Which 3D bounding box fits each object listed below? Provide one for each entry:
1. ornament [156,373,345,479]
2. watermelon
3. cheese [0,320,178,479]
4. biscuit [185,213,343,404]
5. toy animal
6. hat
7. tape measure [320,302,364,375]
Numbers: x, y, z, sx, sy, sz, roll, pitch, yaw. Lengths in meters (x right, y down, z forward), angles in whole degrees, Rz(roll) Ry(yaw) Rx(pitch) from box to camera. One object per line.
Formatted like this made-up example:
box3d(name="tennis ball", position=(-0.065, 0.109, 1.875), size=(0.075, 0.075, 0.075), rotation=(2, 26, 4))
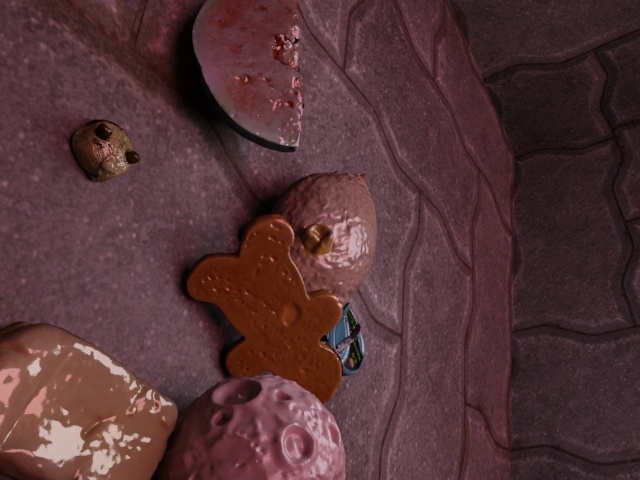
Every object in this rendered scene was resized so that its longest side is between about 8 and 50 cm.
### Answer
box3d(name="ornament", position=(-0.093, 0.304, 0.785), size=(0.259, 0.259, 0.225), rotation=(-32, 118, -57))
box3d(name="watermelon", position=(-0.132, -0.293, 1.013), size=(0.175, 0.188, 0.322), rotation=(117, -24, -61))
box3d(name="cheese", position=(-0.286, 0.203, 0.653), size=(0.263, 0.092, 0.159), rotation=(53, 38, -35))
box3d(name="biscuit", position=(-0.072, 0.136, 0.953), size=(0.340, 0.216, 0.047), rotation=(57, -3, -21))
box3d(name="toy animal", position=(0.002, -0.006, 1.076), size=(0.226, 0.188, 0.359), rotation=(54, 47, -41))
box3d(name="hat", position=(-0.284, -0.123, 0.775), size=(0.076, 0.059, 0.077), rotation=(-56, 133, -43))
box3d(name="tape measure", position=(0.039, 0.213, 1.185), size=(0.146, 0.080, 0.125), rotation=(-38, 111, -55))
